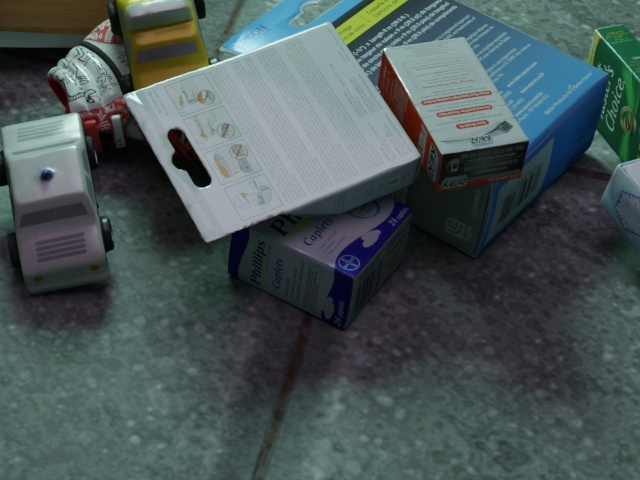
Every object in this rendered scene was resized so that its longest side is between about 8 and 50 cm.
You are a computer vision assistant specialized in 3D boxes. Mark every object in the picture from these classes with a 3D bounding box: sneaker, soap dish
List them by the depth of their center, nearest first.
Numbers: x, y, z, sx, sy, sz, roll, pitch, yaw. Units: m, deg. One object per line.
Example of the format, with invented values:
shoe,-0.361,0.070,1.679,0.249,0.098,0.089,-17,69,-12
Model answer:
sneaker,-0.169,-0.119,1.543,0.145,0.090,0.270,-39,72,-16
soap dish,-0.362,-0.343,1.696,0.229,0.118,0.291,-4,43,-33

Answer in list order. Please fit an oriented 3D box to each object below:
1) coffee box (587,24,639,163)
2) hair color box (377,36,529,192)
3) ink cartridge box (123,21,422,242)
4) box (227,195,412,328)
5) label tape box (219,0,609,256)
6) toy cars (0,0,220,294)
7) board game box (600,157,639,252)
coffee box,0.351,-0.142,1.623,0.040,0.113,0.184,-12,47,-17
hair color box,0.129,-0.127,1.454,0.093,0.053,0.167,-10,46,-15
ink cartridge box,-0.047,-0.099,1.426,0.232,0.066,0.189,-24,65,-15
box,0.000,0.000,1.440,0.137,0.072,0.126,25,44,18
label tape box,0.099,-0.157,1.601,0.348,0.115,0.249,28,47,24
toy cars,-0.210,-0.131,1.449,0.177,0.087,0.393,25,65,12
board game box,0.500,0.014,1.475,0.319,0.066,0.318,-17,57,-26
